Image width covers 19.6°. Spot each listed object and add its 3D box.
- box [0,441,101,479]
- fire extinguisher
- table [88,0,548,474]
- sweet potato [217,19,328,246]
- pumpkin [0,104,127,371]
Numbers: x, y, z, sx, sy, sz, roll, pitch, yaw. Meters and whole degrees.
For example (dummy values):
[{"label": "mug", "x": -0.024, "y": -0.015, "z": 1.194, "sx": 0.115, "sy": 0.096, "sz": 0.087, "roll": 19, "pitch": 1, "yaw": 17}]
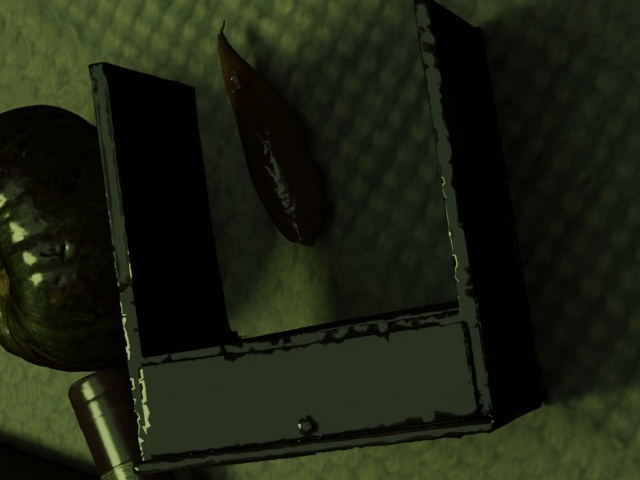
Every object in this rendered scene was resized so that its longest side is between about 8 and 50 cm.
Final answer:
[{"label": "box", "x": -0.322, "y": 0.301, "z": 1.540, "sx": 0.289, "sy": 0.073, "sz": 0.290, "roll": 13, "pitch": 62, "yaw": 30}, {"label": "fire extinguisher", "x": -0.126, "y": 0.206, "z": 1.473, "sx": 0.231, "sy": 0.071, "sz": 0.099, "roll": 66, "pitch": 150, "yaw": 15}, {"label": "table", "x": 0.000, "y": 0.000, "z": 1.278, "sx": 0.251, "sy": 0.196, "sz": 0.282, "roll": -9, "pitch": 87, "yaw": 18}, {"label": "sweet potato", "x": -0.040, "y": -0.083, "z": 1.424, "sx": 0.056, "sy": 0.056, "sz": 0.195, "roll": -32, "pitch": 71, "yaw": 31}, {"label": "pumpkin", "x": -0.197, "y": 0.004, "z": 1.471, "sx": 0.219, "sy": 0.162, "sz": 0.219, "roll": 32, "pitch": 136, "yaw": 38}]
